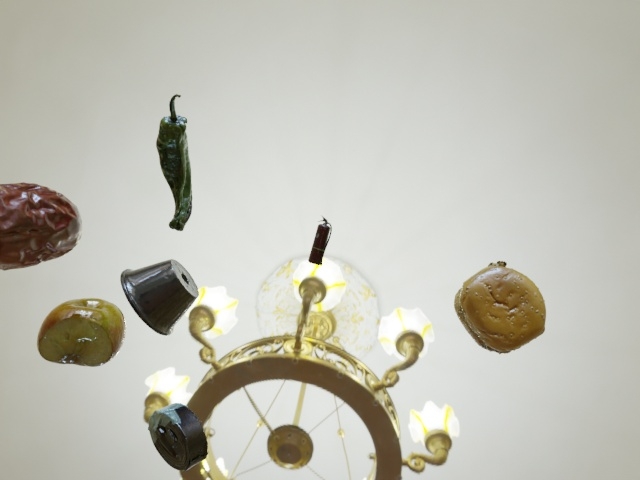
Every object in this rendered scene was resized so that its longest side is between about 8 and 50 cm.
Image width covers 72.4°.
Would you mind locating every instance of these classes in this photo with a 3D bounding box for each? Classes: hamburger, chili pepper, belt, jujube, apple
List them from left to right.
[{"bbox_3d":[-0.601,-0.029,0.856,0.174,0.250,0.174,5,-77,21],"label":"jujube"},{"bbox_3d":[-0.601,0.236,1.112,0.195,0.160,0.173,12,-86,-14],"label":"apple"},{"bbox_3d":[-0.299,-0.164,0.897,0.065,0.122,0.278,-7,-62,-18],"label":"chili pepper"},{"bbox_3d":[-0.403,0.544,1.227,0.198,0.078,0.151,27,-69,31],"label":"belt"},{"bbox_3d":[0.313,0.115,0.761,0.138,0.083,0.147,-26,-106,-12],"label":"hamburger"}]

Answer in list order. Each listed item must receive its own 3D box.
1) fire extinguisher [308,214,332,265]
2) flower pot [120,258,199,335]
[{"bbox_3d":[0.000,0.000,1.184,0.056,0.039,0.132,19,-85,40],"label":"fire extinguisher"},{"bbox_3d":[-0.521,0.170,1.476,0.166,0.269,0.268,-32,-82,-5],"label":"flower pot"}]
